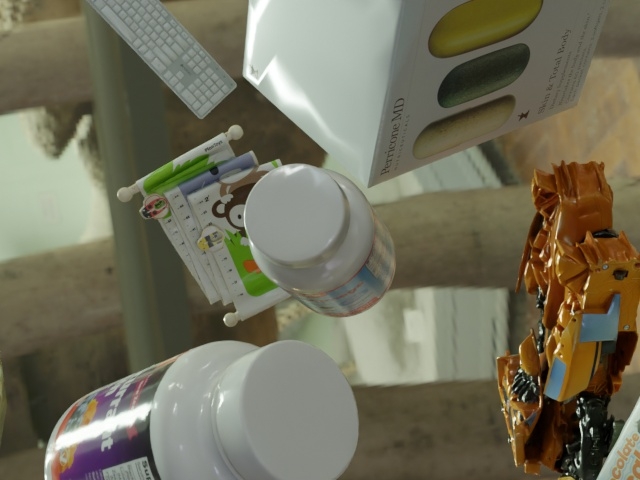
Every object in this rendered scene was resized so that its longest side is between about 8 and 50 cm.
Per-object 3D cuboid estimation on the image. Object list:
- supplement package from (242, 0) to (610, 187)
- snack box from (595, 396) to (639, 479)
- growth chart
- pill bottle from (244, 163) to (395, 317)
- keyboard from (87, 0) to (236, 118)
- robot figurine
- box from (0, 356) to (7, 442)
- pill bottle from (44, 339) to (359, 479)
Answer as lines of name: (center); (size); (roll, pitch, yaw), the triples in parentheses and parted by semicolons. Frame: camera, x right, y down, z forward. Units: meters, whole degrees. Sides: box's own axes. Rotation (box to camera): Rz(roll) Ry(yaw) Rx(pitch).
supplement package: (0.097, -0.212, 1.011); (0.198, 0.262, 0.199); (45, 142, 34)
snack box: (0.320, 0.142, 0.859); (0.060, 0.187, 0.322); (43, 114, 54)
growth chart: (-0.089, -0.015, 1.251); (0.237, 0.172, 0.021); (56, 179, -31)
pill bottle: (0.000, 0.000, 0.791); (0.160, 0.087, 0.087); (44, -148, -72)
keyboard: (-0.227, -0.282, 1.563); (0.256, 0.072, 0.014); (46, 176, -18)
robot figurine: (0.216, 0.086, 1.012); (0.211, 0.085, 0.291); (-93, 5, -54)
box: (-0.400, 0.161, 1.154); (0.214, 0.117, 0.243); (-99, 12, -51)
pill bottle: (-0.070, 0.119, 0.658); (0.193, 0.108, 0.108); (-26, 71, 45)
